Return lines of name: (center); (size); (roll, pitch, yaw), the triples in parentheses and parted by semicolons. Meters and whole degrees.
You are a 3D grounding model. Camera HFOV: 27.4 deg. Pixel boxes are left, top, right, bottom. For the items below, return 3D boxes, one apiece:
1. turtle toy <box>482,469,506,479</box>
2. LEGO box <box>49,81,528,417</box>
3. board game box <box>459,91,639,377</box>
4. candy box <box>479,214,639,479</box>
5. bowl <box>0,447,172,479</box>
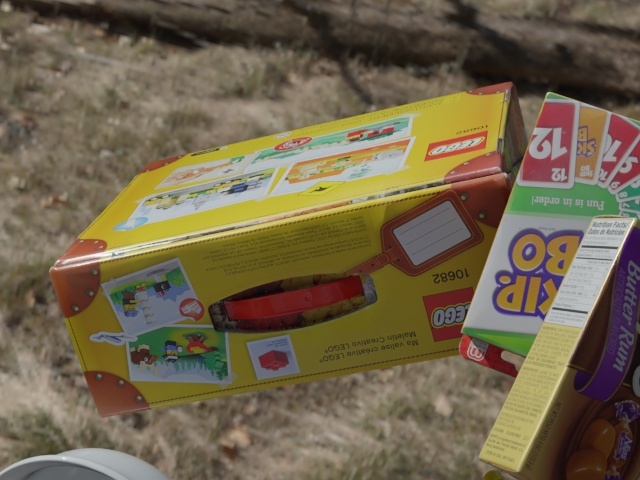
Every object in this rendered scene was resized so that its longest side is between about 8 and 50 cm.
turtle toy: (0.222, 0.330, 1.520); (0.130, 0.066, 0.095); (38, 13, -45)
LEGO box: (0.000, 0.000, 1.518); (0.500, 0.193, 0.372); (-11, 19, 14)
board game box: (0.222, 0.006, 1.198); (0.124, 0.259, 0.039); (20, 6, 14)
candy box: (0.197, 0.090, 0.879); (0.109, 0.187, 0.053); (32, -10, -22)
bowl: (-0.226, 0.344, 1.443); (0.298, 0.298, 0.134); (30, 27, 13)
